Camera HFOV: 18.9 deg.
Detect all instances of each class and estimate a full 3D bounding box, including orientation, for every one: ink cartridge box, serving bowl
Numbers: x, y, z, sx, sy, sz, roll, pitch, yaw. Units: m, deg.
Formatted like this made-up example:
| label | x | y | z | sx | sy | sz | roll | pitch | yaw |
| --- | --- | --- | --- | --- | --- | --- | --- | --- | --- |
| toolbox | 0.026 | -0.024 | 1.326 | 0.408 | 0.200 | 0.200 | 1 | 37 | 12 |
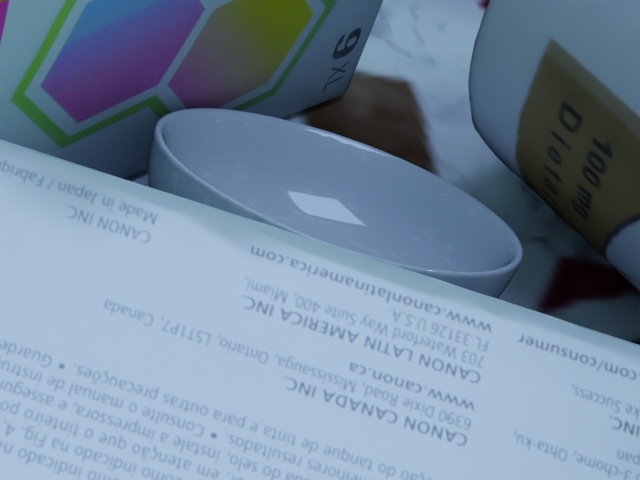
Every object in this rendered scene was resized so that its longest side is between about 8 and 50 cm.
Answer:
| label | x | y | z | sx | sy | sz | roll | pitch | yaw |
| --- | --- | --- | --- | --- | --- | --- | --- | --- | --- |
| ink cartridge box | -0.031 | -0.077 | 0.427 | 0.209 | 0.109 | 0.062 | -23 | 59 | -38 |
| ink cartridge box | -0.024 | 0.103 | 0.310 | 0.181 | 0.056 | 0.225 | 18 | 62 | -4 |
| serving bowl | 0.000 | 0.000 | 0.412 | 0.083 | 0.027 | 0.083 | 18 | 18 | -6 |

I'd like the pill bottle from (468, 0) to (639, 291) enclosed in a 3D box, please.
| label | x | y | z | sx | sy | sz | roll | pitch | yaw |
| --- | --- | --- | --- | --- | --- | --- | --- | --- | --- |
| pill bottle | 0.151 | 0.001 | 0.408 | 0.131 | 0.131 | 0.229 | -24 | 59 | -38 |
